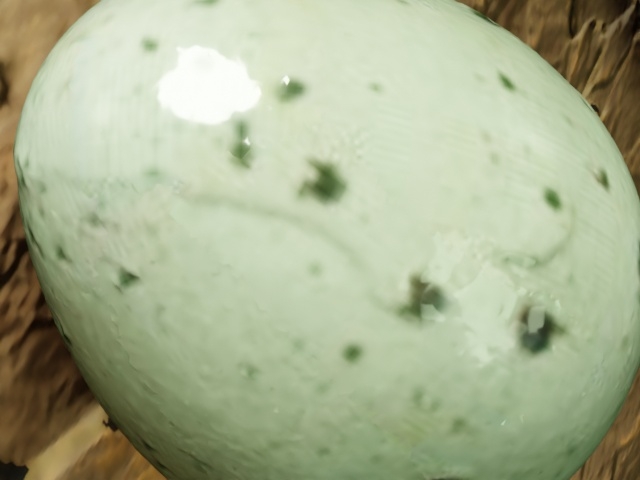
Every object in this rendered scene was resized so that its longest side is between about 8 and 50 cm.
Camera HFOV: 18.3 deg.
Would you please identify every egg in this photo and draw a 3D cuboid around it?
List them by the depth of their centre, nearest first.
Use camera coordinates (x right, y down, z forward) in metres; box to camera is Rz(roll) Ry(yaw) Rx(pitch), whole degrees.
[{"bbox_3d":[0.000,0.000,0.444,0.164,0.131,0.131,40,67,-36],"label":"egg"}]

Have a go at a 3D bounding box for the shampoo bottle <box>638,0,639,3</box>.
[{"bbox_3d":[0.122,-0.141,0.641,0.284,0.071,0.153,21,89,-60],"label":"shampoo bottle"}]
